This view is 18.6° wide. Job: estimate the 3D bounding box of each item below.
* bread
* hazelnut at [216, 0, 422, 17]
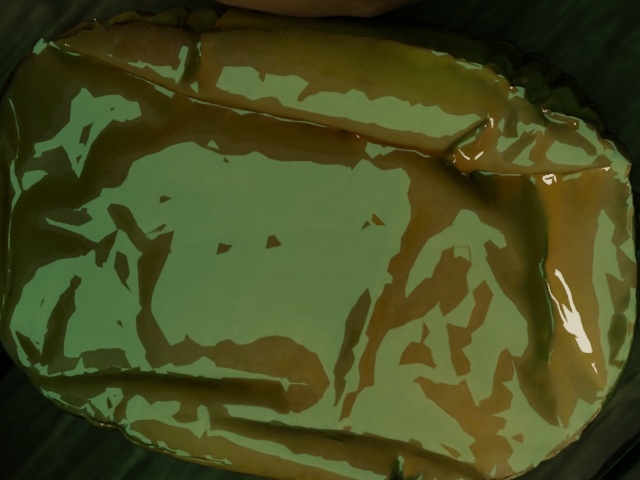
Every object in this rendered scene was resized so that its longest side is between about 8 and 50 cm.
[{"bbox_3d":[0.000,0.000,0.865,0.288,0.156,0.204,1,92,6],"label":"bread"},{"bbox_3d":[0.013,-0.192,0.768,0.214,0.176,0.214,1,100,8],"label":"hazelnut"}]
